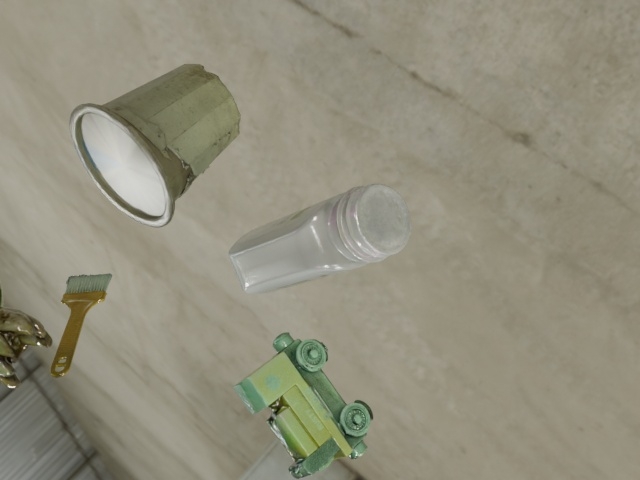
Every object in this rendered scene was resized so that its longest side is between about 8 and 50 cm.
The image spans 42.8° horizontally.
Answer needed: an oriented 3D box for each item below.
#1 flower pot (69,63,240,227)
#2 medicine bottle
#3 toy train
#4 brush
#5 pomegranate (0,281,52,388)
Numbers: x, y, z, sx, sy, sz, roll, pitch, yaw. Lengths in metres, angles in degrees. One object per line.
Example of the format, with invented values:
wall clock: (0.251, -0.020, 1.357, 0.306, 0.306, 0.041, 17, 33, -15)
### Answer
flower pot: (-0.231, -0.156, 1.241, 0.212, 0.202, 0.212, 31, 143, 27)
medicine bottle: (0.000, 0.000, 1.320, 0.324, 0.179, 0.124, -22, 90, 51)
toy train: (-0.012, 0.137, 0.677, 0.122, 0.081, 0.050, 55, 145, 3)
brush: (-0.423, 0.143, 1.411, 0.082, 0.218, 0.010, -3, 138, 7)
pomegranate: (-0.551, 0.104, 1.164, 0.305, 0.242, 0.242, 17, 143, 39)
